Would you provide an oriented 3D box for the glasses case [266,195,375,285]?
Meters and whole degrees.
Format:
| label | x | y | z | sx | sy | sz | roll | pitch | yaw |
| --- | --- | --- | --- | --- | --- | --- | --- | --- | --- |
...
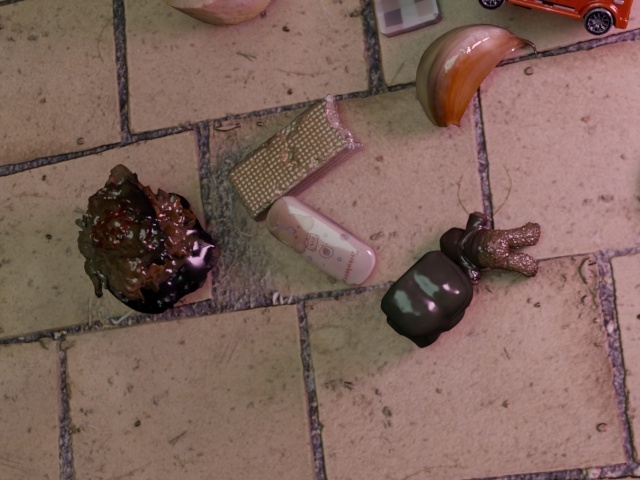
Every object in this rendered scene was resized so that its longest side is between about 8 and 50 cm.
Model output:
| label | x | y | z | sx | sy | sz | roll | pitch | yaw |
| --- | --- | --- | --- | --- | --- | --- | --- | --- | --- |
| glasses case | 0.000 | 0.000 | 1.910 | 0.204 | 0.051 | 0.081 | 32 | 103 | 10 |

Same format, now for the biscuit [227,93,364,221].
| label | x | y | z | sx | sy | sz | roll | pitch | yaw |
| --- | --- | --- | --- | --- | --- | --- | --- | --- | --- |
| biscuit | -0.048 | -0.140 | 1.955 | 0.239 | 0.062 | 0.108 | -36 | 72 | 14 |

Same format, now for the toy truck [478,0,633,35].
| label | x | y | z | sx | sy | sz | roll | pitch | yaw |
| --- | --- | --- | --- | --- | --- | --- | --- | --- | --- |
| toy truck | 0.360 | -0.406 | 1.755 | 0.252 | 0.107 | 0.114 | 16 | 125 | 6 |

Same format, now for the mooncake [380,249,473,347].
| label | x | y | z | sx | sy | sz | roll | pitch | yaw |
| --- | --- | --- | --- | --- | --- | --- | --- | --- | --- |
| mooncake | 0.160 | 0.101 | 1.777 | 0.104 | 0.175 | 0.168 | 50 | 121 | 15 |

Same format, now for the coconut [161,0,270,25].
| label | x | y | z | sx | sy | sz | roll | pitch | yaw |
| --- | --- | --- | --- | --- | --- | --- | --- | --- | --- |
| coconut | -0.196 | -0.500 | 1.963 | 0.239 | 0.244 | 0.239 | -3 | 82 | 23 |

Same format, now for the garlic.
| label | x | y | z | sx | sy | sz | roll | pitch | yaw |
| --- | --- | --- | --- | --- | --- | --- | --- | --- | --- |
| garlic | 0.229 | -0.290 | 1.836 | 0.206 | 0.115 | 0.128 | -43 | 64 | 9 |

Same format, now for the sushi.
| label | x | y | z | sx | sy | sz | roll | pitch | yaw |
| --- | --- | --- | --- | --- | --- | --- | --- | --- | --- |
| sushi | -0.321 | 0.007 | 1.962 | 0.238 | 0.219 | 0.225 | 28 | 90 | 22 |

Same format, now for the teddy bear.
| label | x | y | z | sx | sy | sz | roll | pitch | yaw |
| --- | --- | --- | --- | --- | --- | --- | --- | --- | --- |
| teddy bear | 0.264 | 0.013 | 1.801 | 0.160 | 0.078 | 0.119 | 3 | 88 | 21 |

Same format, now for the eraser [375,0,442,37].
| label | x | y | z | sx | sy | sz | roll | pitch | yaw |
| --- | --- | --- | --- | --- | --- | --- | --- | --- | --- |
| eraser | 0.149 | -0.388 | 1.927 | 0.105 | 0.026 | 0.065 | -15 | 75 | 20 |
